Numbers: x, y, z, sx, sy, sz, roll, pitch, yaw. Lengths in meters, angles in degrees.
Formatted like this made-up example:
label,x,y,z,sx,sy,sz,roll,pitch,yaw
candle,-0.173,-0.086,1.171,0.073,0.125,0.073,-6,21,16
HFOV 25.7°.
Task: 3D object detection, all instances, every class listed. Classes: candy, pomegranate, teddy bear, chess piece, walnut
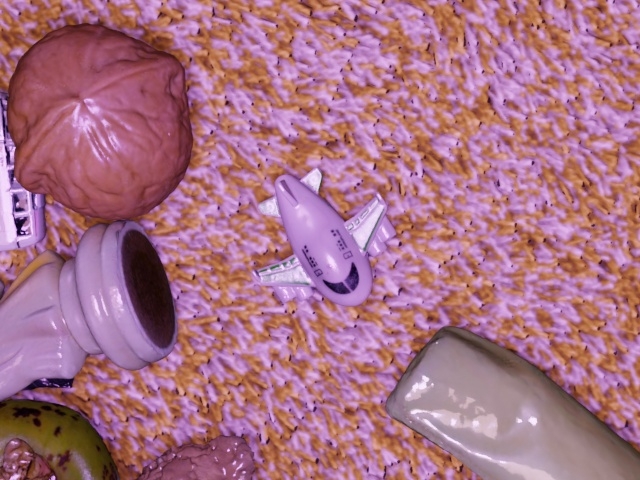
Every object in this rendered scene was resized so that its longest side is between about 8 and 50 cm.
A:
label,x,y,z,sx,sy,sz,roll,pitch,yaw
candy,0.241,0.236,1.575,0.344,0.132,0.142,36,113,1
pomegranate,-0.318,0.271,1.510,0.211,0.263,0.211,4,76,-16
teddy bear,-0.125,0.353,1.608,0.267,0.156,0.256,-24,92,8
chess piece,-0.326,0.093,1.600,0.298,0.176,0.175,-18,94,12
walnut,-0.241,-0.129,1.534,0.228,0.228,0.228,0,96,5

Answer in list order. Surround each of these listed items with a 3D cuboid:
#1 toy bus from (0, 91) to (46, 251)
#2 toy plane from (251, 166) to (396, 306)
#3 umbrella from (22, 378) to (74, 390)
label,x,y,z,sx,sy,sz,roll,pitch,yaw
toy bus,-0.367,-0.080,1.621,0.089,0.087,0.193,-6,95,-2
toy plane,0.000,0.000,1.598,0.174,0.080,0.174,0,98,3
umbrella,-0.386,0.163,1.662,0.188,0.050,0.046,-8,73,6
